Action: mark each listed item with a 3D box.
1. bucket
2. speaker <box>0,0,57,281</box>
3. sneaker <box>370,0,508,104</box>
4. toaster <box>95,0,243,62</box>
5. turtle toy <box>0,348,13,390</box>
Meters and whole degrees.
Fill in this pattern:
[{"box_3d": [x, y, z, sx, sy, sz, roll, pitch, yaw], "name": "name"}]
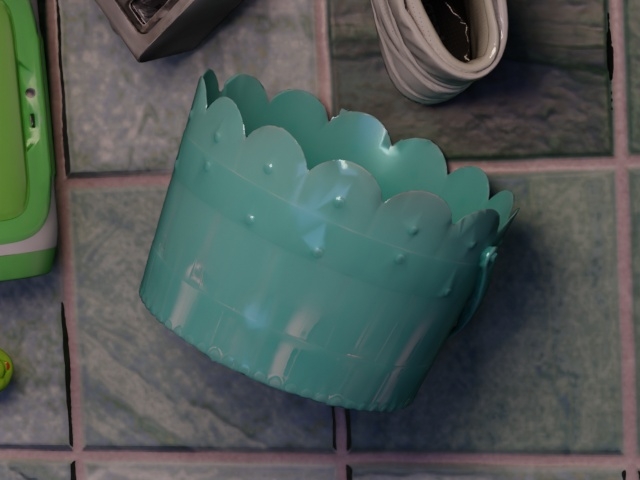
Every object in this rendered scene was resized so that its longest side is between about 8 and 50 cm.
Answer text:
[{"box_3d": [0.000, 0.000, 1.324, 0.281, 0.281, 0.183, 26, 103, 12], "name": "bucket"}, {"box_3d": [-0.302, -0.114, 1.468, 0.131, 0.131, 0.296, -3, 94, 16], "name": "speaker"}, {"box_3d": [0.070, -0.255, 1.315, 0.108, 0.169, 0.292, -23, 93, -10], "name": "sneaker"}, {"box_3d": [-0.124, -0.259, 1.384, 0.186, 0.110, 0.168, -38, 85, 38], "name": "toaster"}, {"box_3d": [-0.336, 0.124, 1.530, 0.130, 0.066, 0.095, -14, 92, 17], "name": "turtle toy"}]
